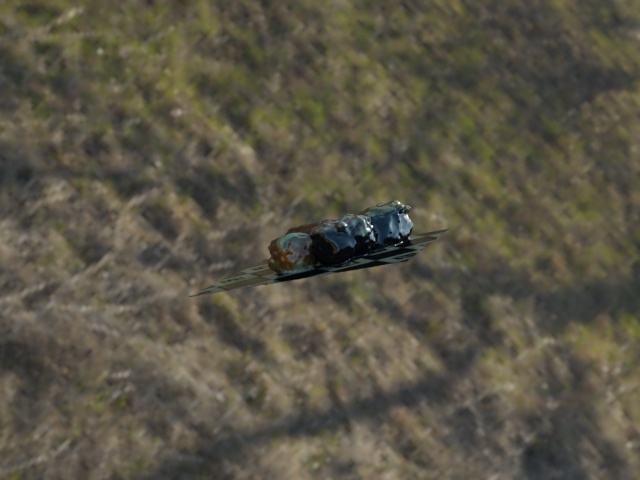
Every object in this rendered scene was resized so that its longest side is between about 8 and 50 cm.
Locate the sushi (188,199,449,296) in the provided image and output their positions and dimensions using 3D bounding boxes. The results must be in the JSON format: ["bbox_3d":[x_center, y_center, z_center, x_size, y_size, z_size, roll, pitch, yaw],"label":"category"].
[{"bbox_3d":[0.000,0.000,0.793,0.120,0.126,0.026,-30,109,-71],"label":"sushi"}]
